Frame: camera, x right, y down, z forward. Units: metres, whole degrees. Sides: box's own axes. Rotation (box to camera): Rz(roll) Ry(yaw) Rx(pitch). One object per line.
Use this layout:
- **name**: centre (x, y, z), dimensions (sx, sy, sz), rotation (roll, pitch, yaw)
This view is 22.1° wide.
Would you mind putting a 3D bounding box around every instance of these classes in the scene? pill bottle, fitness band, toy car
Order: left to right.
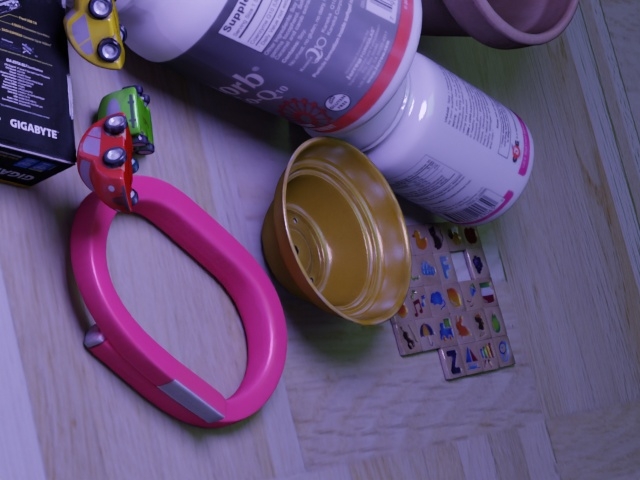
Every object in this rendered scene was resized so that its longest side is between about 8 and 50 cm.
- **toy car**: centre (-0.203, -0.127, 1.596), dimensions (0.225, 0.053, 0.239), rotation (70, 13, -80)
- **fitness band**: centre (-0.142, 0.064, 1.648), dimensions (0.291, 0.054, 0.209), rotation (44, 41, -31)
- **pill bottle**: centre (-0.088, -0.262, 1.722), dimensions (0.363, 0.210, 0.210), rotation (21, 57, -35)
- **pill bottle**: centre (0.115, -0.133, 1.969), dimensions (0.283, 0.160, 0.160), rotation (25, 54, -43)

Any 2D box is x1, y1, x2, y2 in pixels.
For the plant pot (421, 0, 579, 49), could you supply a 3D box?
- **plant pot**: centre (0.167, -0.353, 2.065), dimensions (0.263, 0.229, 0.263), rotation (10, 75, -44)

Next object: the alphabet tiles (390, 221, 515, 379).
- **alphabet tiles**: centre (0.153, 0.074, 2.045), dimensions (0.237, 0.009, 0.198), rotation (-6, 78, -52)

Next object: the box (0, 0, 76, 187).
- **box**: centre (-0.367, -0.203, 1.468), dimensions (0.322, 0.079, 0.257), rotation (13, 62, -48)

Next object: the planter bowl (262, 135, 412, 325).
- **planter bowl**: centre (0.000, 0.000, 1.818), dimensions (0.217, 0.090, 0.217), rotation (25, 55, -43)
